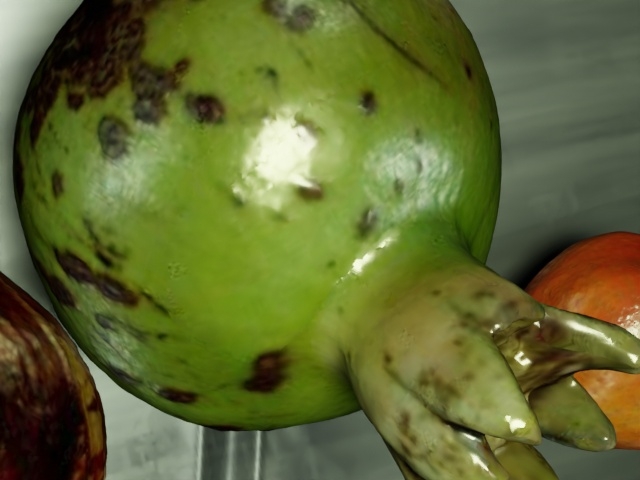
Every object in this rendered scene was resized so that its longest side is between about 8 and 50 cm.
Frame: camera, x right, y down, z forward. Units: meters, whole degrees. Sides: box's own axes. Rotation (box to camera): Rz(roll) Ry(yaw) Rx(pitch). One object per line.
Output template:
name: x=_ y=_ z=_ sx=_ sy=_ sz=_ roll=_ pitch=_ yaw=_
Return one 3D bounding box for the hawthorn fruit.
hawthorn fruit: x=0.158 y=0.056 z=0.836 sx=0.125 sy=0.140 sz=0.125 roll=-6 pitch=97 yaw=-55

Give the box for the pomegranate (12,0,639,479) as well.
pomegranate: x=0.000 y=0.006 z=0.680 sx=0.242 sy=0.242 sz=0.306 roll=-33 pitch=76 yaw=-16

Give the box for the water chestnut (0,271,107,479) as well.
water chestnut: x=-0.199 y=0.092 z=0.651 sx=0.223 sy=0.238 sz=0.224 roll=1 pitch=94 yaw=18
